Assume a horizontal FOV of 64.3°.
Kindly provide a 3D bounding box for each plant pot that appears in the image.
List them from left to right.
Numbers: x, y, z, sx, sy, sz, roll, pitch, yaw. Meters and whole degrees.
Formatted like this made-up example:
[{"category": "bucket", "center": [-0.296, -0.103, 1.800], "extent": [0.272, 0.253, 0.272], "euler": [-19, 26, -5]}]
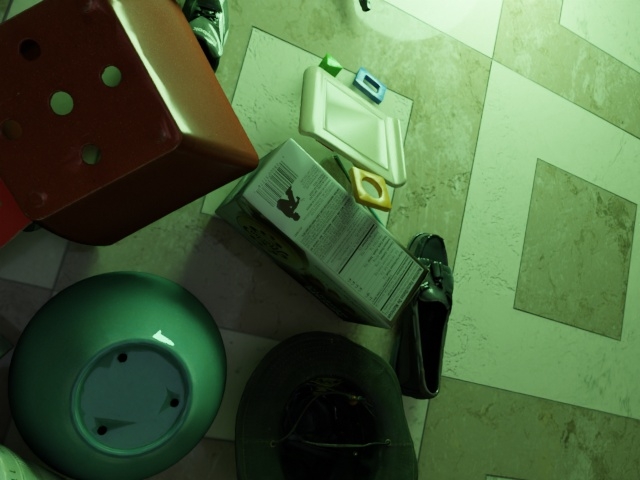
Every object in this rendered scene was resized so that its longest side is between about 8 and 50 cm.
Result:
[{"category": "plant pot", "center": [-0.257, -0.150, 0.607], "extent": [0.267, 0.236, 0.267], "euler": [-28, 97, 1]}, {"category": "plant pot", "center": [-0.247, 0.182, 0.656], "extent": [0.290, 0.195, 0.290], "euler": [2, 85, -24]}]

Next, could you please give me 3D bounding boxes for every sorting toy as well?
[{"category": "sorting toy", "center": [0.048, -0.179, 0.835], "extent": [0.196, 0.047, 0.348], "euler": [24, 45, -24]}]

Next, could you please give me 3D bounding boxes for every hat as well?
[{"category": "hat", "center": [-0.009, 0.316, 0.786], "extent": [0.331, 0.134, 0.331], "euler": [14, 62, -27]}]

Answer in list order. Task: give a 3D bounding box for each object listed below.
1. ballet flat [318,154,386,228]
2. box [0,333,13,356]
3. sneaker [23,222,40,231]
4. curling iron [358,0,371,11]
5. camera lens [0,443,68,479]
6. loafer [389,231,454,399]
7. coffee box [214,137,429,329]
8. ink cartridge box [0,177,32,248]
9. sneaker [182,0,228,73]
[{"category": "ballet flat", "center": [0.050, -0.072, 0.895], "extent": [0.052, 0.057, 0.168], "euler": [-34, 97, 6]}, {"category": "box", "center": [-0.471, 0.162, 0.593], "extent": [0.170, 0.130, 0.091], "euler": [-46, 104, -19]}, {"category": "sneaker", "center": [-0.476, -0.095, 0.646], "extent": [0.267, 0.101, 0.106], "euler": [43, 90, -14]}, {"category": "curling iron", "center": [0.036, -0.547, 0.928], "extent": [0.068, 0.035, 0.274], "euler": [-23, 95, -20]}, {"category": "camera lens", "center": [-0.365, 0.343, 0.531], "extent": [0.219, 0.219, 0.274], "euler": [-44, 140, -21]}, {"category": "loafer", "center": [0.197, 0.132, 0.912], "extent": [0.109, 0.095, 0.302], "euler": [13, 81, -23]}, {"category": "coffee box", "center": [0.000, 0.000, 0.796], "extent": [0.297, 0.168, 0.119], "euler": [42, 71, -16]}, {"category": "ink cartridge box", "center": [-0.522, -0.053, 0.566], "extent": [0.261, 0.066, 0.296], "euler": [-39, 103, 7]}, {"category": "sneaker", "center": [-0.179, -0.305, 0.773], "extent": [0.078, 0.106, 0.234], "euler": [17, 79, -23]}]
